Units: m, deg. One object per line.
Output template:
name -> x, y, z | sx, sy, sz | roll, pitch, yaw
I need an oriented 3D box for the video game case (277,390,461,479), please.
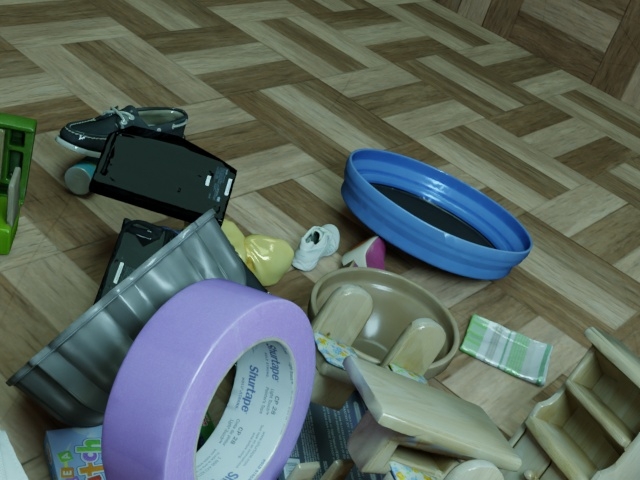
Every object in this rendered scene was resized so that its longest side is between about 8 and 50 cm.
video game case -> 0.063, 0.286, 1.223 | 0.274, 0.026, 0.196 | 9, 34, -16

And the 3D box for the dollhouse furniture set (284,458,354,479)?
dollhouse furniture set -> 0.039, 0.349, 0.937 | 0.259, 0.135, 0.262 | 15, 26, -53

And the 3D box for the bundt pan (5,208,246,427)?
bundt pan -> -0.221, 0.109, 1.097 | 0.124, 0.331, 0.331 | 49, 34, -6

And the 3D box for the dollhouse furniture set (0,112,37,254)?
dollhouse furniture set -> -0.618, -0.109, 1.358 | 0.301, 0.151, 0.197 | 10, 33, -13

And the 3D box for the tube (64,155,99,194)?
tube -> -0.404, -0.144, 1.622 | 0.080, 0.052, 0.207 | 29, 26, -1

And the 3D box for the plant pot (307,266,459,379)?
plant pot -> 0.086, 0.153, 1.354 | 0.237, 0.110, 0.237 | 13, 34, -9

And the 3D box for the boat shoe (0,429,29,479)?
boat shoe -> -0.306, 0.325, 0.913 | 0.103, 0.113, 0.302 | -4, 49, -33

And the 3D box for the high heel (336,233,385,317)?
high heel -> 0.095, 0.067, 1.549 | 0.117, 0.082, 0.244 | 56, 17, -6

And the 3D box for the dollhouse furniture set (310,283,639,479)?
dollhouse furniture set -> 0.220, 0.208, 1.069 | 0.394, 0.256, 0.362 | 25, 15, -29

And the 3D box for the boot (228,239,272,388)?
boot -> -0.124, 0.111, 1.259 | 0.178, 0.085, 0.236 | 52, 21, -17

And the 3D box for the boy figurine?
boy figurine -> -0.187, 0.018, 1.441 | 0.285, 0.092, 0.177 | 4, 35, -23

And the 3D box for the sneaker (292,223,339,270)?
sneaker -> 0.000, 0.000, 1.588 | 0.053, 0.061, 0.152 | 25, 32, 13

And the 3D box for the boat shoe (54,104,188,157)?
boat shoe -> -0.366, -0.212, 1.637 | 0.114, 0.091, 0.302 | 30, 20, 20

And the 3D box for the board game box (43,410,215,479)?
board game box -> -0.216, 0.289, 1.067 | 0.211, 0.039, 0.160 | -3, 38, -28

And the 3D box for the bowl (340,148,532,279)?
bowl -> 0.220, -0.052, 1.693 | 0.391, 0.077, 0.391 | 22, 22, -9

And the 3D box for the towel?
towel -> 0.323, 0.186, 1.503 | 0.152, 0.023, 0.113 | 24, 32, 9

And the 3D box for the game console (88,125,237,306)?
game console -> -0.267, -0.009, 1.332 | 0.213, 0.044, 0.361 | 18, 61, -8

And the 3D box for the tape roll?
tape roll -> -0.114, 0.185, 0.969 | 0.090, 0.275, 0.275 | 16, 29, 27
